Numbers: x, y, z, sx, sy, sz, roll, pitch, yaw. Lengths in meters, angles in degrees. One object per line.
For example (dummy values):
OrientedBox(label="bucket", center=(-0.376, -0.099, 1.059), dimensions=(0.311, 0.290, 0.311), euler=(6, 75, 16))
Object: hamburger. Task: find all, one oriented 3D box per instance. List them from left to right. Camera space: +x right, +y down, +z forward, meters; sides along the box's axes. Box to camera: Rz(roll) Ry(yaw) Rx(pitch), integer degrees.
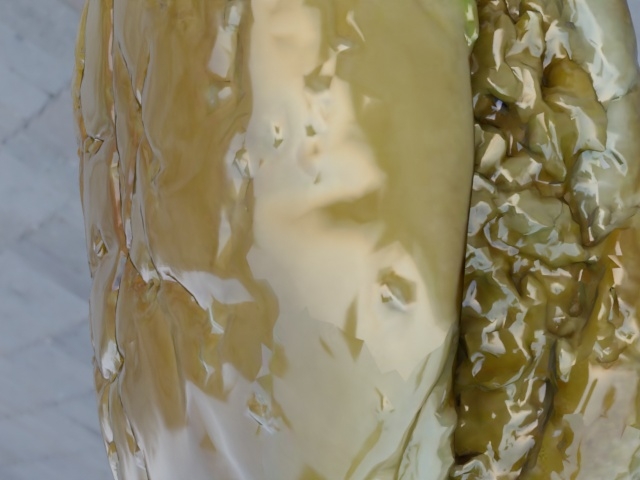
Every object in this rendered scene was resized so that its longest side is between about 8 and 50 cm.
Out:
OrientedBox(label="hamburger", center=(0.000, 0.000, 0.575), dimensions=(0.158, 0.319, 0.318), euler=(-1, 166, -19))
